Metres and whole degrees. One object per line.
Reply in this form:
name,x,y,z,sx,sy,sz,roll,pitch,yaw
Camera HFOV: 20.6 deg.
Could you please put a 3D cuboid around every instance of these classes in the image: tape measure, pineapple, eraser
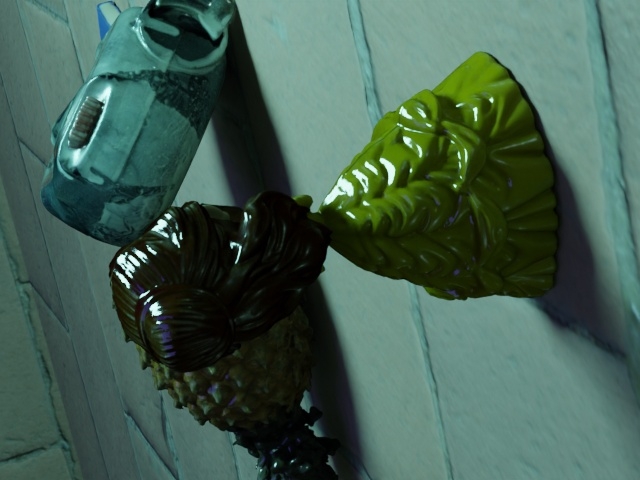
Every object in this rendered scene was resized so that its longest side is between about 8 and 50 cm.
tape measure,-0.203,-0.133,1.903,0.275,0.147,0.256,-67,8,-13
pineapple,-0.083,0.147,1.932,0.362,0.202,0.202,66,167,-24
eraser,-0.274,-0.267,2.339,0.063,0.027,0.085,55,156,41

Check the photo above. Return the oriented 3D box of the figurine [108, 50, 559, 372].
figurine,-0.002,-0.002,1.272,0.187,0.315,0.168,93,152,-49
